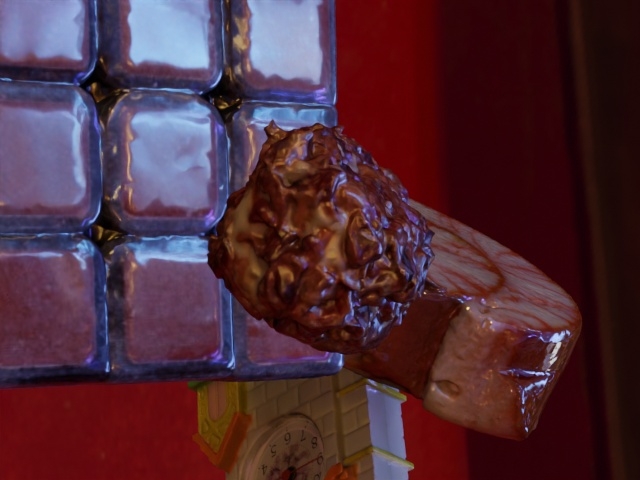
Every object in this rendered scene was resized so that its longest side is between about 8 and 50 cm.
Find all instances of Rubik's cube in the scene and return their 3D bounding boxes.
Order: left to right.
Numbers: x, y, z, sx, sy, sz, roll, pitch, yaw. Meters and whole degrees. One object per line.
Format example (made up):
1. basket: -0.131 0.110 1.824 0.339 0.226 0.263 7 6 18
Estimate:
1. Rubik's cube: -0.184 -0.042 1.257 0.305 0.301 0.304 3 84 -33

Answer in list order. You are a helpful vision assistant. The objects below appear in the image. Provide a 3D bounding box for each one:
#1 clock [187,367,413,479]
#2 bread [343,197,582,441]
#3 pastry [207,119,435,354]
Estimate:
1. clock: -0.016 0.220 1.666 0.106 0.220 0.255 28 43 -38
2. bread: 0.065 0.040 1.512 0.327 0.114 0.295 24 16 -8
3. pastry: 0.002 0.001 0.877 0.115 0.208 0.097 43 97 5
